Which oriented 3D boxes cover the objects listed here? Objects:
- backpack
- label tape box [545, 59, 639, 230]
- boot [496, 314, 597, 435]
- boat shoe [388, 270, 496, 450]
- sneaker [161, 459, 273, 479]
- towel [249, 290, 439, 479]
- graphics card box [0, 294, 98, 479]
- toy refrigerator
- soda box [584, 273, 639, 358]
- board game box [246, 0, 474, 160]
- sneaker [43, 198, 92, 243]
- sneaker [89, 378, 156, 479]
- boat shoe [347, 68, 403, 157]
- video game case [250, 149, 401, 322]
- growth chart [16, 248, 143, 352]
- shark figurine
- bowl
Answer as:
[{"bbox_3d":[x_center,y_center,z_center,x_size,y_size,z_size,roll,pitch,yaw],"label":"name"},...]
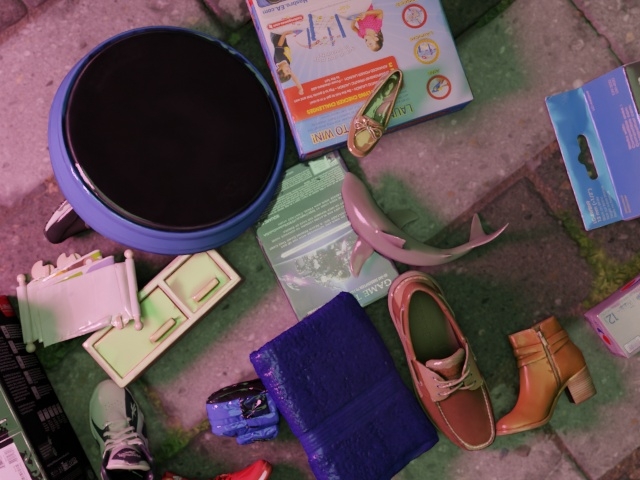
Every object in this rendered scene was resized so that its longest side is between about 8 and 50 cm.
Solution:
[{"bbox_3d":[-0.129,0.289,1.661,0.120,0.098,0.101,-10,89,-1],"label":"backpack"},{"bbox_3d":[0.587,-0.183,1.664,0.348,0.115,0.249,-17,87,-1],"label":"label tape box"},{"bbox_3d":[0.351,0.229,1.670,0.197,0.073,0.152,-26,87,-15],"label":"boot"},{"bbox_3d":[0.201,0.208,1.643,0.123,0.116,0.324,-27,94,0],"label":"boat shoe"},{"bbox_3d":[-0.195,0.417,1.664,0.221,0.087,0.128,-42,89,-2],"label":"sneaker"},{"bbox_3d":[0.036,0.264,1.637,0.228,0.076,0.308,-31,93,-31],"label":"towel"},{"bbox_3d":[-0.497,0.271,1.601,0.094,0.233,0.371,-28,88,-1],"label":"graphics card box"},{"bbox_3d":[-0.261,0.120,1.673,0.269,0.094,0.102,-42,87,-2],"label":"toy refrigerator"},{"bbox_3d":[0.590,0.078,1.659,0.286,0.098,0.091,-36,86,-1],"label":"soda box"},{"bbox_3d":[0.063,-0.325,1.677,0.308,0.086,0.301,-18,88,-6],"label":"board game box"},{"bbox_3d":[-0.332,-0.063,1.680,0.283,0.107,0.124,-37,93,-1],"label":"sneaker"},{"bbox_3d":[-0.318,0.334,1.617,0.094,0.153,0.235,-3,75,-20],"label":"sneaker"},{"bbox_3d":[0.090,-0.206,1.601,0.056,0.048,0.153,31,84,-2],"label":"boat shoe"},{"bbox_3d":[0.000,0.000,1.709,0.196,0.026,0.274,-26,88,0],"label":"video game case"},{"bbox_3d":[-0.407,0.094,1.662,0.237,0.021,0.172,-14,63,14],"label":"growth chart"},{"bbox_3d":[0.156,-0.001,1.647,0.278,0.116,0.166,17,83,-3],"label":"shark figurine"},{"bbox_3d":[-0.243,-0.171,1.620,0.391,0.077,0.391,5,72,-17],"label":"bowl"}]
